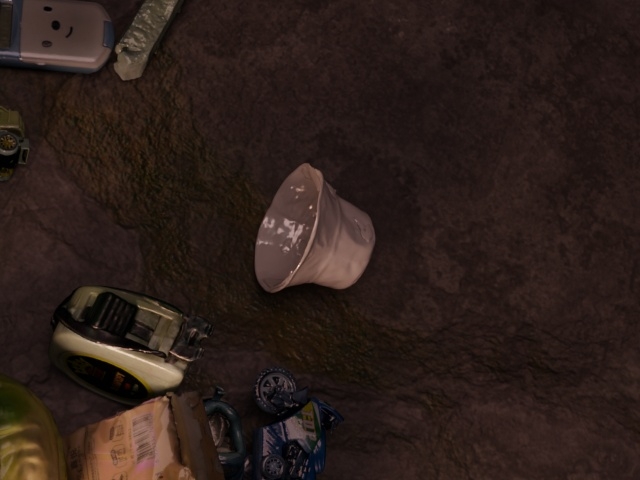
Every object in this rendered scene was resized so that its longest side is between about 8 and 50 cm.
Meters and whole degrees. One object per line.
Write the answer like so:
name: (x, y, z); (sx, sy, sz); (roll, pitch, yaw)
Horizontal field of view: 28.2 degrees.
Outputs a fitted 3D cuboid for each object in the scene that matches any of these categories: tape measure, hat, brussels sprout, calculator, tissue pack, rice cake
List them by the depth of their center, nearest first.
brussels sprout: (-0.457, 0.282, 1.590); (0.294, 0.227, 0.259); (37, 68, 12)
tissue pack: (-0.224, 0.344, 1.640); (0.215, 0.123, 0.257); (-24, 69, 22)
tape measure: (-0.261, 0.128, 1.694); (0.207, 0.235, 0.115); (27, 62, -3)
hat: (0.000, 0.000, 1.866); (0.126, 0.203, 0.203); (24, 63, -25)
calculator: (-0.420, -0.315, 1.941); (0.210, 0.039, 0.121); (4, 66, -12)
rice cake: (-0.236, -0.393, 2.005); (0.063, 0.066, 0.336); (28, 65, -3)

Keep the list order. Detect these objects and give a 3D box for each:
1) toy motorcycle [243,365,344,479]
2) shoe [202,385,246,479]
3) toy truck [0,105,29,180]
toy motorcycle: (-0.032, 0.303, 1.767); (0.135, 0.092, 0.254); (6, 76, -22)
shoe: (-0.146, 0.305, 1.726); (0.091, 0.106, 0.207); (1, 73, -13)
toy truck: (-0.516, -0.158, 1.828); (0.191, 0.085, 0.116); (4, 58, -16)
